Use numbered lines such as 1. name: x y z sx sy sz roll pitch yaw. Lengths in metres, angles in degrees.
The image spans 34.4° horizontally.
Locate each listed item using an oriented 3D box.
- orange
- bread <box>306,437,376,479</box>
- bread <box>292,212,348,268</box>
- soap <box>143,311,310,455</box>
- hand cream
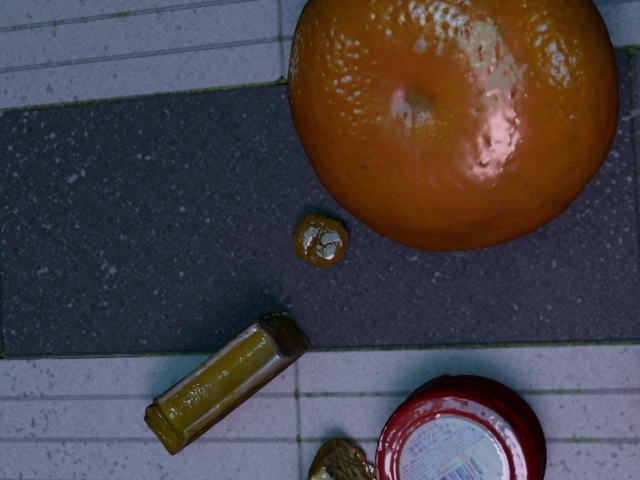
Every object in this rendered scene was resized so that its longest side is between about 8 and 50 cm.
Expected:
1. orange: 0.168 -0.196 1.318 0.424 0.326 0.423 8 108 25
2. bread: 0.041 0.418 1.446 0.134 0.129 0.260 -39 78 20
3. bread: 0.000 0.000 1.506 0.081 0.046 0.083 -40 78 10
4. soap: -0.146 0.209 1.486 0.257 0.160 0.080 -40 80 13
5. hand cream: 0.191 0.297 1.394 0.230 0.149 0.230 1 92 16
